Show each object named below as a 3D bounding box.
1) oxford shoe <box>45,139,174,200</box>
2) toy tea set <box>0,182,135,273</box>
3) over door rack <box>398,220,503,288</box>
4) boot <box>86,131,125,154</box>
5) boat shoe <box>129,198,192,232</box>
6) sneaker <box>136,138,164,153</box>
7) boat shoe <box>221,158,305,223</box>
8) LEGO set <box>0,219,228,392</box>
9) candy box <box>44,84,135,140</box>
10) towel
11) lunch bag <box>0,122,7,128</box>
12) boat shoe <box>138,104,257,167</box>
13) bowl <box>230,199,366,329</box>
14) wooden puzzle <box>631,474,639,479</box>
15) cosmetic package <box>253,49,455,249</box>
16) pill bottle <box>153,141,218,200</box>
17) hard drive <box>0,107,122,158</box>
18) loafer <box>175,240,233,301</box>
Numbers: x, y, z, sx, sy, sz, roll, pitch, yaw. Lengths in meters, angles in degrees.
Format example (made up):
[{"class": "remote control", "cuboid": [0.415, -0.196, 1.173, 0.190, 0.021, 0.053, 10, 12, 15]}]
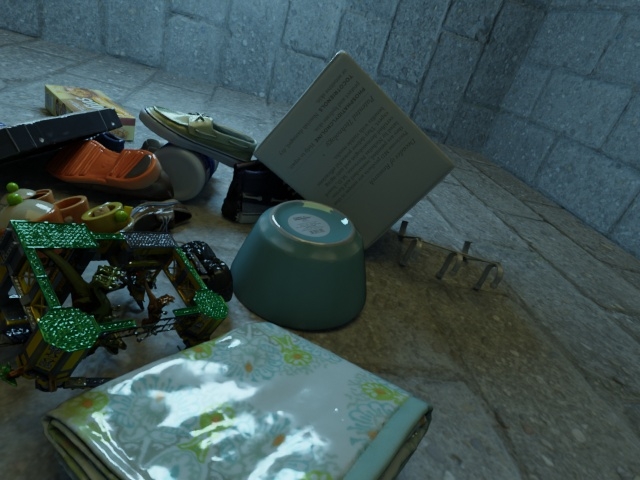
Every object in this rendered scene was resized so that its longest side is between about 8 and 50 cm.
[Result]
[{"class": "oxford shoe", "cuboid": [-0.538, -0.159, 1.023, 0.364, 0.132, 0.129, 14, 63, 22]}, {"class": "toy tea set", "cuboid": [-0.509, -0.055, 0.725, 0.337, 0.124, 0.200, 9, 35, 31]}, {"class": "over door rack", "cuboid": [0.354, 0.046, 1.173, 0.240, 0.108, 0.324, 18, 13, 1]}, {"class": "boot", "cuboid": [-0.656, -0.290, 1.199, 0.190, 0.085, 0.069, 23, 28, 10]}, {"class": "boat shoe", "cuboid": [-0.373, -0.053, 0.948, 0.066, 0.066, 0.183, 26, 28, 12]}, {"class": "sneaker", "cuboid": [-0.506, -0.264, 1.211, 0.152, 0.053, 0.061, -13, -6, 38]}, {"class": "boat shoe", "cuboid": [-0.115, -0.148, 1.176, 0.341, 0.157, 0.127, -13, 40, -44]}, {"class": "LEGO set", "cuboid": [-0.325, 0.113, 0.598, 0.255, 0.192, 0.331, 47, 21, 13]}, {"class": "candy box", "cuboid": [-0.798, -0.442, 1.396, 0.183, 0.087, 0.317, -14, 41, -46]}, {"class": "towel", "cuboid": [-0.077, 0.225, 0.498, 0.321, 0.090, 0.375, 22, 20, 33]}, {"class": "lunch bag", "cuboid": [-0.856, -0.270, 1.065, 0.065, 0.067, 0.098, 28, 28, 19]}, {"class": "boat shoe", "cuboid": [-0.313, -0.288, 1.068, 0.303, 0.094, 0.109, 20, 28, -32]}, {"class": "bowl", "cuboid": [-0.029, 0.025, 0.874, 0.312, 0.163, 0.311, 11, 32, -7]}, {"class": "wooden puzzle", "cuboid": [0.510, 0.479, 0.465, 0.348, 0.080, 0.322, -10, 38, -43]}, {"class": "cosmetic package", "cuboid": [0.084, -0.256, 1.136, 0.394, 0.327, 0.329, 40, 17, -15]}, {"class": "pill bottle", "cuboid": [-0.382, -0.230, 1.178, 0.154, 0.153, 0.264, 14, 27, -7]}, {"class": "hard drive", "cuboid": [-0.700, -0.253, 1.005, 0.237, 0.064, 0.339, -11, 22, 19]}, {"class": "loafer", "cuboid": [-0.237, 0.059, 0.816, 0.076, 0.078, 0.223, -27, 30, -25]}]
